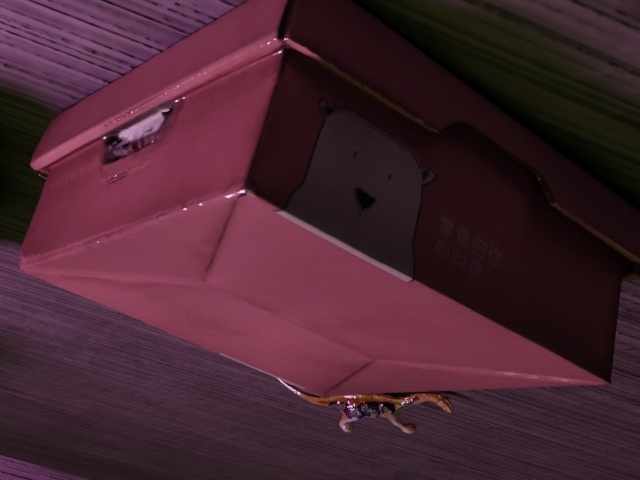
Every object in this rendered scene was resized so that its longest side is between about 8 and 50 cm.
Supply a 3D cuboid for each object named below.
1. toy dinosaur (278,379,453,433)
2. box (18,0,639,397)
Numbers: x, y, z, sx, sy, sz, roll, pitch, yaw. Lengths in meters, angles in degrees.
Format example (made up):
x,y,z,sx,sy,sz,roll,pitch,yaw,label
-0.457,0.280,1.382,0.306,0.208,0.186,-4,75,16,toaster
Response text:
x,y,z,sx,sy,sz,roll,pitch,yaw,label
0.041,0.151,0.872,0.180,0.037,0.058,-5,129,26,toy dinosaur
0.000,0.000,0.441,0.215,0.086,0.215,27,155,-33,box
